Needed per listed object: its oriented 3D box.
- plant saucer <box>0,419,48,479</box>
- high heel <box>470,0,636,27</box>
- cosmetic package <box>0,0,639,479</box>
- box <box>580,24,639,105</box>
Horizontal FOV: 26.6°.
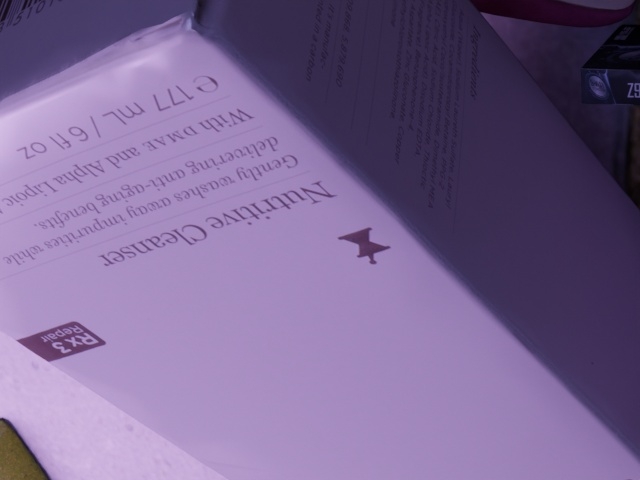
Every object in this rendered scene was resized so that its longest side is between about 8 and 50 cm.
[{"bbox_3d":[-0.261,0.256,1.050,0.188,0.045,0.188,-30,96,34],"label":"plant saucer"},{"bbox_3d":[0.040,-0.144,0.716,0.244,0.082,0.117,19,146,5],"label":"high heel"},{"bbox_3d":[0.000,0.000,0.632,0.217,0.156,0.385,-19,136,33],"label":"cosmetic package"},{"bbox_3d":[0.170,-0.086,0.658,0.067,0.083,0.018,5,115,26],"label":"box"}]
